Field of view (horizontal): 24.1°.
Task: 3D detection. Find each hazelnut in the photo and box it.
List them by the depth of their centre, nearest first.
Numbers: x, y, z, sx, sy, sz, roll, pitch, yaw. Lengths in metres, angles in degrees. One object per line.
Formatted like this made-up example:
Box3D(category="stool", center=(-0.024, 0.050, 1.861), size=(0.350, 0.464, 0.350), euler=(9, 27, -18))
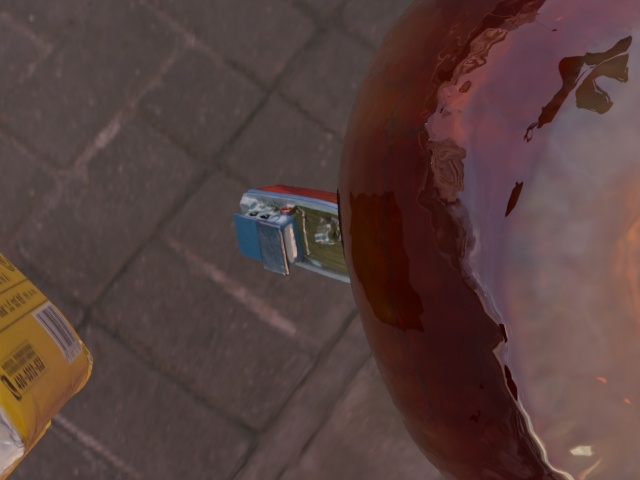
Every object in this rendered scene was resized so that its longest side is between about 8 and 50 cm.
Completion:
Box3D(category="hazelnut", center=(0.188, -0.001, 0.976), size=(0.359, 0.359, 0.409), euler=(-19, 111, -15))

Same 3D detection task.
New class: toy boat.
Box3D(category="toy boat", center=(0.000, 0.000, 1.203), size=(0.173, 0.069, 0.059), euler=(15, 38, 32))

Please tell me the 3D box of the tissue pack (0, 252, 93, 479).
Box3D(category="tissue pack", center=(-0.354, 0.097, 1.152), size=(0.228, 0.382, 0.293), euler=(-44, 94, 0))
